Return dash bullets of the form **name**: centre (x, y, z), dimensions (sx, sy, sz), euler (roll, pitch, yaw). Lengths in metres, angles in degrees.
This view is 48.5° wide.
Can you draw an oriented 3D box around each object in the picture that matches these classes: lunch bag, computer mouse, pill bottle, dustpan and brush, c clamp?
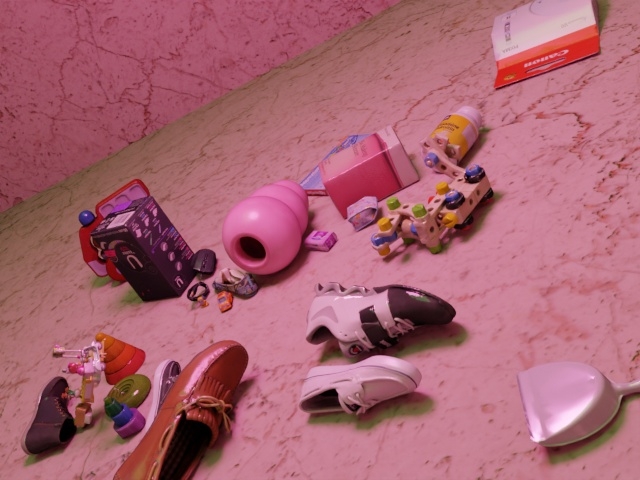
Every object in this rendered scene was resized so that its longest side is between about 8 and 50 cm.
- **lunch bag**: centre (0.114, -0.072, 1.825), dimensions (0.083, 0.053, 0.071), euler (-34, 24, 17)
- **computer mouse**: centre (-0.335, 0.089, 2.000), dimensions (0.071, 0.041, 0.242), euler (14, 31, -10)
- **pill bottle**: centre (0.347, -0.268, 1.850), dimensions (0.103, 0.103, 0.184), euler (2, 42, 47)
- **dustpan and brush**: centre (0.408, 0.224, 1.047), dimensions (0.211, 0.060, 0.147), euler (-29, 28, 21)
- **c clamp**: centre (-0.271, 0.299, 1.532), dimensions (0.022, 0.160, 0.137), euler (28, 83, 26)

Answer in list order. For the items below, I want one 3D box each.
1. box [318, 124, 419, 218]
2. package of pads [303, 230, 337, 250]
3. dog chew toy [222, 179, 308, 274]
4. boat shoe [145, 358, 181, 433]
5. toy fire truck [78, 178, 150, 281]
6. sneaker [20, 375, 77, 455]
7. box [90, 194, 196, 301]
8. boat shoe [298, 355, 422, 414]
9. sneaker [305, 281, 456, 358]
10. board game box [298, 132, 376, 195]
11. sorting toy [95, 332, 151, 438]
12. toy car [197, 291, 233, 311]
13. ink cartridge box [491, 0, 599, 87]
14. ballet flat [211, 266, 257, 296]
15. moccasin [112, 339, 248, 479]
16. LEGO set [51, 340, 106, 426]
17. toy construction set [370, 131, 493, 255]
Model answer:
- **box**: centre (0.126, -0.187, 1.918), dimensions (0.232, 0.127, 0.149), euler (-28, 27, 9)
- **package of pads**: centre (0.000, 0.000, 1.844), dimensions (0.083, 0.032, 0.050), euler (3, 45, 48)
- **dog chew toy**: centre (-0.128, -0.054, 1.899), dimensions (0.206, 0.207, 0.332), euler (-17, 23, 27)
- **boat shoe**: centre (-0.325, 0.347, 1.563), dimensions (0.076, 0.080, 0.229), euler (-18, 31, 12)
- **toy fire truck**: centre (-0.648, -0.030, 2.316), dimensions (0.302, 0.254, 0.169), euler (-33, 27, -1)
- **sneaker**: centre (-0.646, 0.427, 1.770), dimensions (0.118, 0.083, 0.222), euler (-16, 39, 17)
- **box**: centre (-0.498, 0.028, 2.048), dimensions (0.165, 0.270, 0.143), euler (-11, 34, 35)
- **boat shoe**: centre (0.067, 0.274, 1.280), dimensions (0.258, 0.095, 0.084), euler (-21, 32, 42)
- **sneaker**: centre (0.109, 0.168, 1.392), dimensions (0.330, 0.122, 0.146), euler (-4, 56, 41)
- **board game box**: centre (0.052, -0.233, 2.179), dimensions (0.145, 0.027, 0.281), euler (6, 46, 48)
- **sorting toy**: centre (-0.498, 0.328, 1.718), dimensions (0.127, 0.126, 0.365), euler (-34, 27, -4)
- **toy car**: centre (-0.282, 0.162, 1.858), dimensions (0.122, 0.041, 0.060), euler (-16, 31, 28)
- **ink cartridge box**: centre (0.662, -0.619, 2.119), dimensions (0.308, 0.091, 0.385), euler (-15, 31, 30)
- **ballet flat**: centre (-0.233, 0.102, 1.880), dimensions (0.188, 0.070, 0.070), euler (3, 44, 47)
- **moccasin**: centre (-0.250, 0.358, 1.402), dimensions (0.146, 0.139, 0.380), euler (2, 39, 38)
- **LEGO set**: centre (-0.570, 0.316, 1.646), dimensions (0.287, 0.107, 0.132), euler (119, 147, -43)
- **toy construction set**: centre (0.262, -0.100, 1.633), dimensions (0.215, 0.151, 0.328), euler (0, 52, 46)
